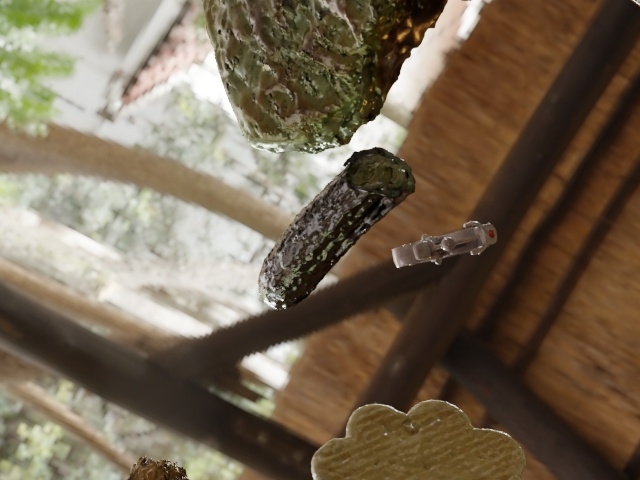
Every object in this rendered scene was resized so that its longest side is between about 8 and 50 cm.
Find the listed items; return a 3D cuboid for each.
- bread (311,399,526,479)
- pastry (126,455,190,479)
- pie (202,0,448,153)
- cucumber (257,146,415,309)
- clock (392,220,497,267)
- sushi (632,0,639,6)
[{"bbox_3d":[0.137,0.334,1.875,0.316,0.316,0.054,-80,176,-50],"label":"bread"},{"bbox_3d":[-0.158,0.271,1.333,0.080,0.056,0.140,-7,-130,25],"label":"pastry"},{"bbox_3d":[-0.006,-0.331,1.741,0.418,0.180,0.395,-43,-123,34],"label":"pie"},{"bbox_3d":[-0.002,-0.001,1.358,0.245,0.067,0.067,-46,-159,42],"label":"cucumber"},{"bbox_3d":[0.151,0.006,1.710,0.087,0.129,0.041,-19,-96,61],"label":"clock"},{"bbox_3d":[0.229,-0.173,0.927,0.055,0.120,0.052,-54,169,14],"label":"sushi"}]
